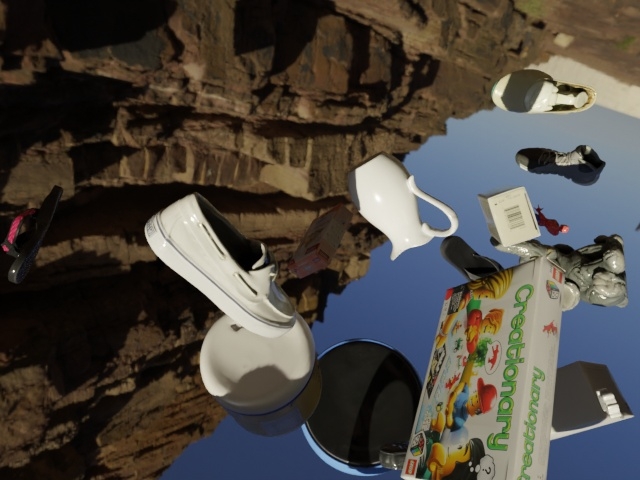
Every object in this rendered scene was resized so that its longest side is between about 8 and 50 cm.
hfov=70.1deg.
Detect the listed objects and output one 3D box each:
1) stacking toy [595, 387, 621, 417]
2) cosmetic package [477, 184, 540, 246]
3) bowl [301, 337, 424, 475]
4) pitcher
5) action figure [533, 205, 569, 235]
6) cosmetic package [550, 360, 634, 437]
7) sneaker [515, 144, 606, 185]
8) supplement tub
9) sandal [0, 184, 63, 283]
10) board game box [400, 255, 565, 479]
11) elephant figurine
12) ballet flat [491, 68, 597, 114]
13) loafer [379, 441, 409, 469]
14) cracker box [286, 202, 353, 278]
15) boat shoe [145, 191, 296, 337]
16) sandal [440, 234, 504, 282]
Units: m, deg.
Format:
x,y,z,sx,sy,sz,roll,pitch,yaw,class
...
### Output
x,y,z,sx,sy,sz,roll,pitch,yaw,class
0.582,0.326,0.744,0.167,0.221,0.052,-20,171,14,stacking toy
0.221,-0.033,0.545,0.041,0.060,0.115,-19,-176,15,cosmetic package
0.123,0.476,1.346,0.391,0.077,0.391,-4,-119,7,bowl
0.162,-0.079,0.911,0.207,0.178,0.125,58,-137,-10,pitcher
0.365,-0.035,0.759,0.038,0.030,0.115,48,-179,-28,action figure
0.634,0.479,1.289,0.197,0.365,0.155,18,-134,-38,cosmetic package
0.672,-0.235,1.267,0.229,0.086,0.132,18,166,16,sneaker
-0.120,0.309,1.051,0.241,0.331,0.241,-2,-124,3,supplement tub
-0.381,-0.013,0.594,0.040,0.067,0.179,24,-149,-30,sandal
0.222,0.182,0.619,0.053,0.193,0.305,32,-122,-14,board game box
0.510,0.063,0.976,0.240,0.185,0.169,-5,180,33,elephant figurine
0.453,-0.288,0.903,0.249,0.086,0.086,-7,-146,-27,ballet flat
0.187,0.374,0.737,0.223,0.078,0.076,22,159,-28,loafer
0.000,0.000,1.467,0.067,0.156,0.232,41,-131,-18,cracker box
-0.102,0.037,0.608,0.267,0.088,0.096,48,-163,-33,boat shoe
0.438,0.075,1.276,0.255,0.097,0.054,29,172,-24,sandal
